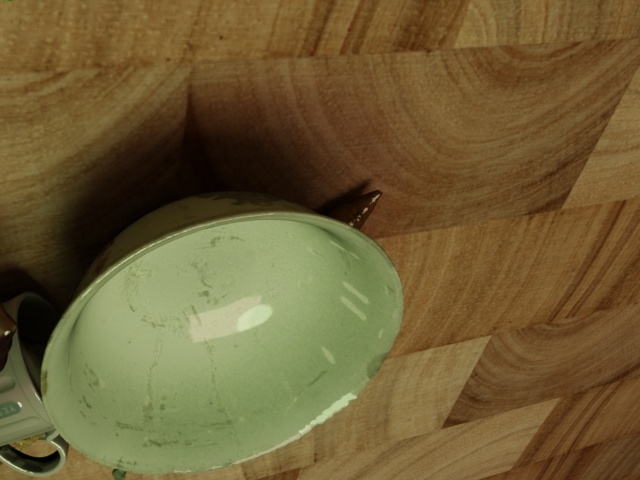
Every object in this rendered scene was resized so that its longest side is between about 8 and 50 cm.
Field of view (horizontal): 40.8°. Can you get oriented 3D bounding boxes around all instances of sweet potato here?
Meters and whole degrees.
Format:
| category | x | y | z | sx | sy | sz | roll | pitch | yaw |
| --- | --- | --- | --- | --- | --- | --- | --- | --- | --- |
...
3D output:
| category | x | y | z | sx | sy | sz | roll | pitch | yaw |
| --- | --- | --- | --- | --- | --- | --- | --- | --- | --- |
| sweet potato | 0.001 | 0.001 | 1.191 | 0.218 | 0.051 | 0.065 | -37 | 156 | 10 |

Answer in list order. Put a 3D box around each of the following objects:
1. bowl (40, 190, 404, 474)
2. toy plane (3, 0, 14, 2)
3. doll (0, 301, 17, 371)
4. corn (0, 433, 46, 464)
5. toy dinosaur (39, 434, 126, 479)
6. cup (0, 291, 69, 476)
| category | x | y | z | sx | sy | sz | roll | pitch | yaw |
| --- | --- | --- | --- | --- | --- | --- | --- | --- | --- |
| bowl | -0.132 | 0.078 | 1.062 | 0.435 | 0.196 | 0.434 | -14 | 134 | -15 |
| toy plane | -0.247 | -0.300 | 0.650 | 0.229 | 0.092 | 0.244 | -11 | 141 | -25 |
| doll | -0.500 | 0.086 | 0.828 | 0.340 | 0.209 | 0.317 | -25 | 128 | -1 |
| corn | -0.372 | 0.206 | 1.157 | 0.290 | 0.098 | 0.098 | -35 | 143 | 5 |
| toy dinosaur | -0.342 | 0.323 | 1.338 | 0.383 | 0.076 | 0.129 | 1 | 128 | -38 |
| cup | -0.400 | 0.197 | 1.031 | 0.202 | 0.221 | 0.167 | -20 | 177 | 3 |
